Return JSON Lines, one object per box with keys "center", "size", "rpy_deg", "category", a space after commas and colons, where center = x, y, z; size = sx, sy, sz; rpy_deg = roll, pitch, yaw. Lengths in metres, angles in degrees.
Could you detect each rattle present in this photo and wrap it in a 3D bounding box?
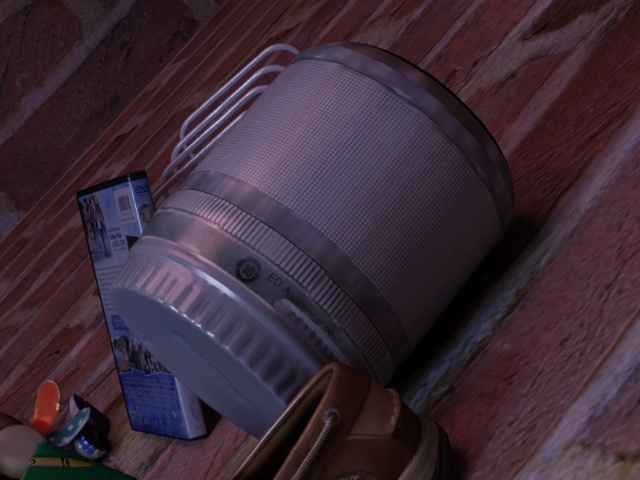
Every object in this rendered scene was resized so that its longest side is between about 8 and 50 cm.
{"center": [-0.305, 0.260, 1.457], "size": [0.199, 0.130, 0.142], "rpy_deg": [-86, -1, -52], "category": "rattle"}

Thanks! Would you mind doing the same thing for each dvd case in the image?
{"center": [-0.175, 0.065, 1.382], "size": [0.022, 0.253, 0.180], "rpy_deg": [-14, 2, -25], "category": "dvd case"}

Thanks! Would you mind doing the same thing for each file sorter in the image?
{"center": [-0.055, -0.056, 1.474], "size": [0.193, 0.173, 0.277], "rpy_deg": [-39, 17, 20], "category": "file sorter"}

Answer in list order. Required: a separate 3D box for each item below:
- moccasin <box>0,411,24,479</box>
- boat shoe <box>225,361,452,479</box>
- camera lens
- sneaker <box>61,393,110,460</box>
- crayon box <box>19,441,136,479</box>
{"center": [-0.465, 0.256, 1.742], "size": [0.139, 0.147, 0.380], "rpy_deg": [-52, 18, -26], "category": "moccasin"}
{"center": [-0.064, 0.208, 0.926], "size": [0.324, 0.120, 0.122], "rpy_deg": [-45, 16, -3], "category": "boat shoe"}
{"center": [0.000, 0.000, 1.109], "size": [0.274, 0.219, 0.219], "rpy_deg": [-50, 17, -19], "category": "camera lens"}
{"center": [-0.264, 0.210, 1.544], "size": [0.058, 0.052, 0.135], "rpy_deg": [-47, 15, 5], "category": "sneaker"}
{"center": [-0.225, 0.299, 0.990], "size": [0.165, 0.081, 0.278], "rpy_deg": [-83, 19, -65], "category": "crayon box"}
